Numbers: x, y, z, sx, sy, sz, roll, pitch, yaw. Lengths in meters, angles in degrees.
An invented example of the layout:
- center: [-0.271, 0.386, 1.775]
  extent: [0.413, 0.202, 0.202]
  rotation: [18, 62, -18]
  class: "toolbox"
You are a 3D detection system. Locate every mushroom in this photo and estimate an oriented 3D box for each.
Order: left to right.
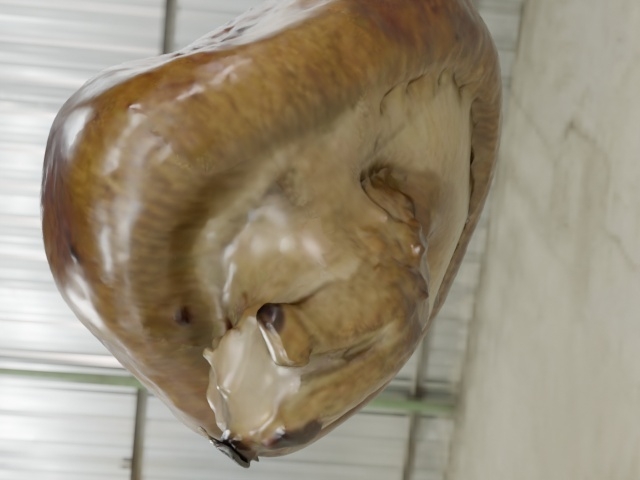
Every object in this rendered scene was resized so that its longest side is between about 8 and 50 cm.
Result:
- center: [0.000, 0.000, 0.780]
  extent: [0.259, 0.345, 0.345]
  rotation: [33, 131, 34]
  class: "mushroom"
